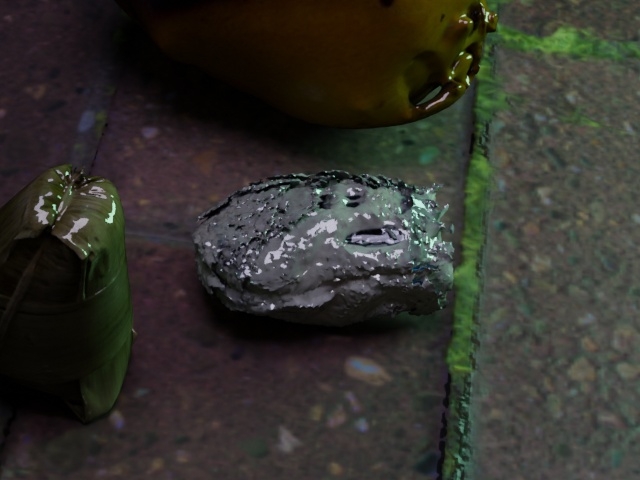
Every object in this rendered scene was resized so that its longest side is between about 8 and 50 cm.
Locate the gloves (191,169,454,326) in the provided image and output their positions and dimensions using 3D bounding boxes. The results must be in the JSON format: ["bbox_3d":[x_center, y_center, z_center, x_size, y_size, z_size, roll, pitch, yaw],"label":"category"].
[{"bbox_3d":[0.000,-0.002,1.091,0.153,0.070,0.114,-3,44,-7],"label":"gloves"}]

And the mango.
[{"bbox_3d":[-0.023,-0.174,1.217,0.287,0.153,0.201,20,53,17],"label":"mango"}]

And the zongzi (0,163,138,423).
[{"bbox_3d":[-0.185,0.011,0.991,0.176,0.160,0.078,17,48,9],"label":"zongzi"}]
